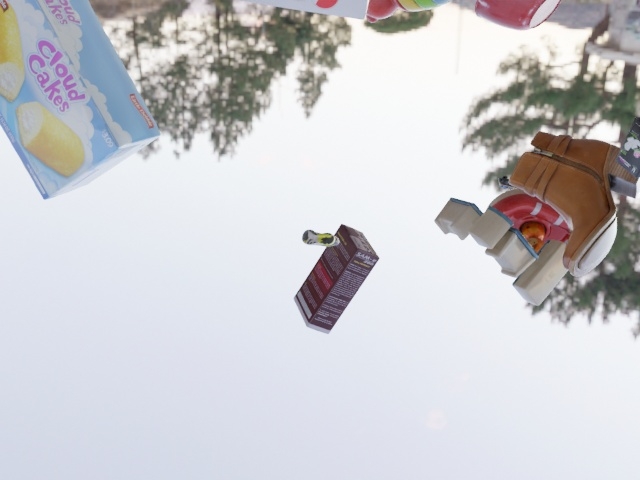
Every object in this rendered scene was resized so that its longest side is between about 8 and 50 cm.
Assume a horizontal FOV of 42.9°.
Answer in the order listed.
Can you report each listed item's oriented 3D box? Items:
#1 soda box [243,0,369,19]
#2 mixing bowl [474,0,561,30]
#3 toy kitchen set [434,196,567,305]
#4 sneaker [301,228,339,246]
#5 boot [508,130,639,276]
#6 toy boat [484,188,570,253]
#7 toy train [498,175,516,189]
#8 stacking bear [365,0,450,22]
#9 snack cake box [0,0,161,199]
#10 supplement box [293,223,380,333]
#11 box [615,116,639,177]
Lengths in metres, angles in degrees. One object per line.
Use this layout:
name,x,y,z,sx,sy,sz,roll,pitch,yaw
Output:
soda box,-0.026,-0.432,1.388,0.216,0.069,0.074,6,-151,-7
mixing bowl,0.387,-0.460,1.519,0.098,0.181,0.181,48,-143,17
toy kitchen set,0.352,-0.002,1.568,0.122,0.207,0.166,-48,-154,-9
sneaker,0.000,0.000,1.578,0.083,0.031,0.035,11,171,40
boot,0.442,-0.080,1.488,0.220,0.109,0.283,23,-109,29
toy boat,0.480,-0.012,1.847,0.231,0.151,0.151,22,-134,-9
toy train,0.564,-0.150,2.291,0.158,0.036,0.027,12,-127,-20
stacking bear,0.210,-0.582,1.808,0.289,0.175,0.164,-15,-155,35
snack cake box,-0.331,-0.204,1.000,0.152,0.264,0.089,-27,-176,32
supplement box,0.036,0.094,1.998,0.073,0.239,0.130,22,-159,-29
box,0.518,-0.149,1.285,0.062,0.083,0.052,-9,-136,-25
